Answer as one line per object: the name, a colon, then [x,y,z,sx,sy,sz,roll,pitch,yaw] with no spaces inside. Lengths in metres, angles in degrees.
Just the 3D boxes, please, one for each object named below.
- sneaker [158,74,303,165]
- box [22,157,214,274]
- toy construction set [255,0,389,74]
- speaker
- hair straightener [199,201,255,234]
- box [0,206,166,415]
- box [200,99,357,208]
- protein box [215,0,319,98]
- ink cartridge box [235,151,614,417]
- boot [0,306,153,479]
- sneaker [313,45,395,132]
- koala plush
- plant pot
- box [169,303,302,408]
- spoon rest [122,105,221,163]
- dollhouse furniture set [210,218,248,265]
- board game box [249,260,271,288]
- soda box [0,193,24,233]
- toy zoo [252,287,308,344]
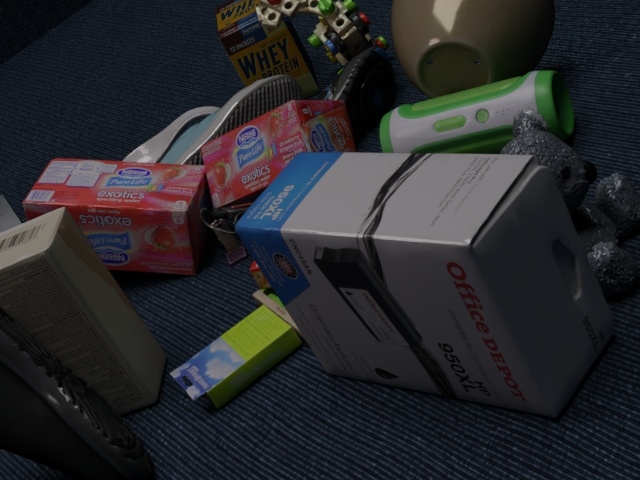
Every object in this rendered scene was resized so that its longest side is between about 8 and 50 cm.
sneaker: [-0.198,-0.211,2.329,0.366,0.135,0.150,-41,34,-23]
box: [-0.353,-0.045,2.099,0.300,0.142,0.154,3,37,10]
toy construction set: [0.020,-0.424,2.329,0.151,0.328,0.215,-47,60,17]
speaker: [0.251,-0.186,1.904,0.297,0.131,0.131,-12,34,28]
hair straightener: [-0.087,-0.050,1.984,0.230,0.047,0.089,-5,27,-15]
box: [-0.373,0.122,1.776,0.148,0.311,0.121,-20,30,14]
box: [-0.072,-0.146,2.026,0.128,0.122,0.257,-6,-10,-45]
protein box: [-0.113,-0.405,2.487,0.136,0.201,0.200,-26,29,7]
ink cartridge box: [0.127,0.045,1.483,0.395,0.285,0.166,4,45,46]
boot: [-0.506,0.353,1.646,0.445,0.367,0.146,-47,-6,0]
sneaker: [0.023,-0.248,2.200,0.140,0.125,0.341,0,40,40]
koala plush: [0.297,-0.050,1.550,0.203,0.221,0.196,-12,34,28]
plant pot: [0.244,-0.334,1.991,0.284,0.284,0.191,-12,38,28]
box: [-0.126,0.176,1.750,0.178,0.042,0.109,-37,29,-13]
spoon rest: [-0.309,-0.204,2.467,0.276,0.084,0.137,-27,29,2]
dollhouse furniture set: [-0.133,-0.032,2.042,0.114,0.081,0.091,-29,29,1]
board game box: [0.000,0.000,1.848,0.194,0.045,0.146,-13,32,27]
soda box: [-0.647,0.001,2.433,0.098,0.091,0.286,-35,29,-10]
toy zoo: [0.054,0.037,1.822,0.293,0.030,0.192,-37,30,-14]
